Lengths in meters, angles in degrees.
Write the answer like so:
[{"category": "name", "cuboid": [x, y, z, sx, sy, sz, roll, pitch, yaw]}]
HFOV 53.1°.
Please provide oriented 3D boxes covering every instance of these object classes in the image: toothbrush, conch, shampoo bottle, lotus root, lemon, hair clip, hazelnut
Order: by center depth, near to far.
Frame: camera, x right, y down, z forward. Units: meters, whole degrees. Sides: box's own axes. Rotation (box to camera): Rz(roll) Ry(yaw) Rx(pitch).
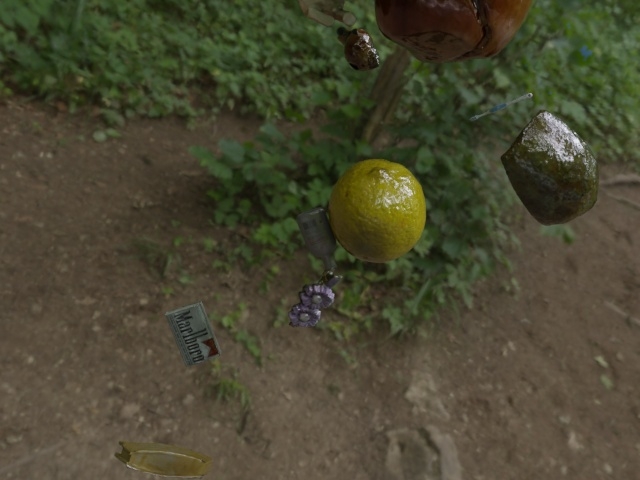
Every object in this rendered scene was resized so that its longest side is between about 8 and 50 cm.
[{"category": "hazelnut", "cuboid": [0.295, -0.575, 1.439, 0.372, 0.372, 0.315, 22, 27, -14]}, {"category": "lemon", "cuboid": [0.140, -0.072, 1.584, 0.267, 0.267, 0.267, 24, 11, -5]}, {"category": "toothbrush", "cuboid": [0.450, -0.333, 1.604, 0.017, 0.162, 0.014, -14, 85, -65]}, {"category": "shampoo bottle", "cuboid": [0.000, 0.000, 1.664, 0.040, 0.079, 0.165, -88, 156, -73]}, {"category": "lotus root", "cuboid": [0.614, -0.173, 1.700, 0.314, 0.210, 0.142, 46, 36, -11]}, {"category": "conch", "cuboid": [0.096, -0.522, 1.705, 0.080, 0.086, 0.233, 40, 26, -57]}, {"category": "hair clip", "cuboid": [-0.026, 0.188, 1.974, 0.106, 0.292, 0.085, 18, 38, -20]}]

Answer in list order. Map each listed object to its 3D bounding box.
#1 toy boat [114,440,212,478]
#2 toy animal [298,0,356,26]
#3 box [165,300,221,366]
[{"category": "toy boat", "cuboid": [-0.330, 0.462, 1.361, 0.206, 0.065, 0.072, 20, -4, -22]}, {"category": "toy animal", "cuboid": [-0.017, -0.566, 1.477, 0.183, 0.104, 0.185, 7, 32, -16]}, {"category": "box", "cuboid": [-0.384, 0.282, 1.933, 0.115, 0.178, 0.036, -19, 12, 2]}]
